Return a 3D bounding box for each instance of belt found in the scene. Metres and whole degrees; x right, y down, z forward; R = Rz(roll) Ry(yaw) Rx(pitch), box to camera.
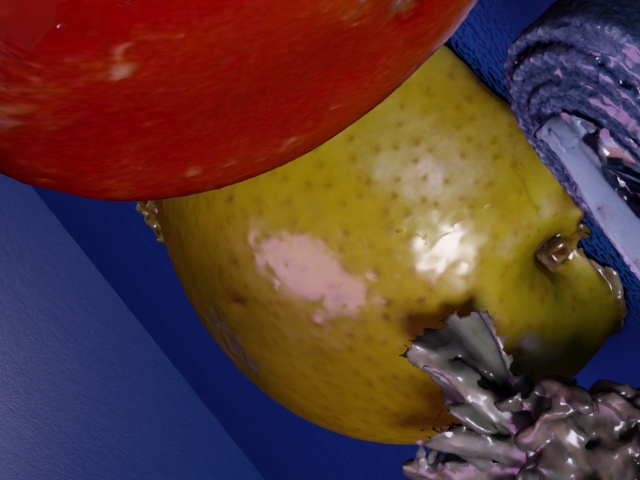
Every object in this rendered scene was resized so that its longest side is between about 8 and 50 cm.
[{"bbox_3d":[0.169,-0.020,0.543,0.218,0.128,0.122,50,159,5],"label":"belt"}]

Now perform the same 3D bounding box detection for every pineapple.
[{"bbox_3d":[0.193,0.149,0.688,0.361,0.175,0.175,14,145,36],"label":"pineapple"}]

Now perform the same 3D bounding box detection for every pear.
[{"bbox_3d":[0.000,0.000,0.929,0.386,0.191,0.340,22,146,55],"label":"pear"}]

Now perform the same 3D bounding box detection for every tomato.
[{"bbox_3d":[-0.085,-0.172,0.595,0.293,0.290,0.325,53,168,8],"label":"tomato"}]

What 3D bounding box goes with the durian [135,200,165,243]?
[{"bbox_3d":[-0.109,-0.077,1.221,0.252,0.144,0.139,58,-175,-43],"label":"durian"}]
